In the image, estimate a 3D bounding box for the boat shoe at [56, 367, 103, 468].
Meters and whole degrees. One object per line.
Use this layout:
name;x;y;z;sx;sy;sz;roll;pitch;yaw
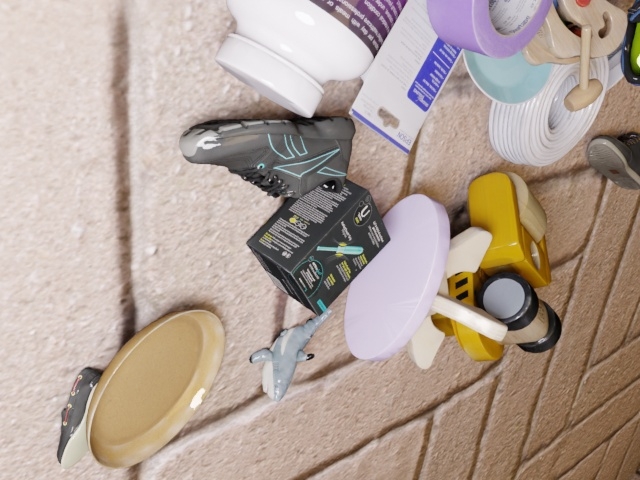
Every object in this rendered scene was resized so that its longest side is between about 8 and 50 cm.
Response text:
boat shoe;-0.302;0.224;0.916;0.049;0.042;0.133;1;114;-65

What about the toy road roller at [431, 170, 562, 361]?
toy road roller;0.291;0.058;1.342;0.202;0.240;0.330;36;50;-51

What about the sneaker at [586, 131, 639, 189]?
sneaker;0.670;-0.210;1.633;0.222;0.083;0.118;29;73;-44

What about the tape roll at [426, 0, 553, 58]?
tape roll;0.234;-0.346;0.974;0.189;0.080;0.189;-26;131;-33

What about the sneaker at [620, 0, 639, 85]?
sneaker;0.623;-0.424;1.282;0.147;0.129;0.330;-39;143;-54

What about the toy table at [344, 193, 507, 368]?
toy table;0.168;0.077;1.171;0.160;0.252;0.274;17;113;-34

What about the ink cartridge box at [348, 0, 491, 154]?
ink cartridge box;0.142;-0.301;1.018;0.165;0.065;0.333;26;93;-51

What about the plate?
plate;0.296;-0.308;1.157;0.188;0.024;0.188;-1;93;-25

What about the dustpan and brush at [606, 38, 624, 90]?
dustpan and brush;0.605;-0.379;1.450;0.211;0.060;0.147;-35;136;-25

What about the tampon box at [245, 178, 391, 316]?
tampon box;0.000;0.000;1.035;0.161;0.101;0.120;-46;140;-15

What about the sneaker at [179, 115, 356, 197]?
sneaker;-0.052;-0.101;0.901;0.267;0.101;0.106;-9;104;-43

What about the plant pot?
plant pot;-0.217;0.188;0.953;0.236;0.032;0.236;-44;151;-33

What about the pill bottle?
pill bottle;0.017;-0.305;0.791;0.181;0.181;0.323;28;93;-51

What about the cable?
cable;0.412;-0.253;1.309;0.257;0.089;0.257;24;96;-51

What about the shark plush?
shark plush;-0.035;0.176;1.141;0.161;0.067;0.073;-41;138;-19

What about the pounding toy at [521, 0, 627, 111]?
pounding toy;0.401;-0.348;1.106;0.154;0.155;0.270;-28;104;-18
